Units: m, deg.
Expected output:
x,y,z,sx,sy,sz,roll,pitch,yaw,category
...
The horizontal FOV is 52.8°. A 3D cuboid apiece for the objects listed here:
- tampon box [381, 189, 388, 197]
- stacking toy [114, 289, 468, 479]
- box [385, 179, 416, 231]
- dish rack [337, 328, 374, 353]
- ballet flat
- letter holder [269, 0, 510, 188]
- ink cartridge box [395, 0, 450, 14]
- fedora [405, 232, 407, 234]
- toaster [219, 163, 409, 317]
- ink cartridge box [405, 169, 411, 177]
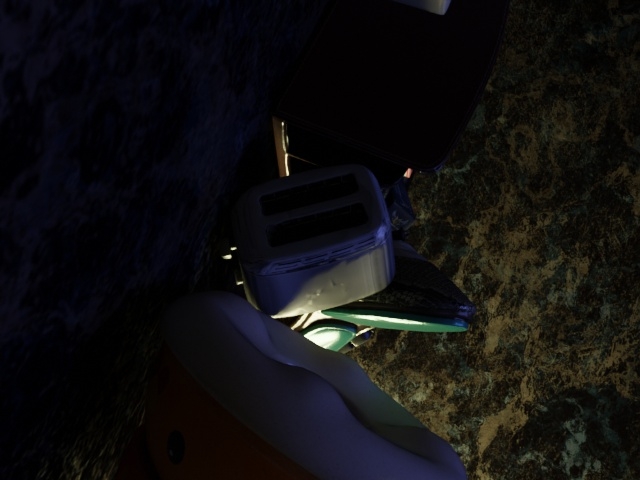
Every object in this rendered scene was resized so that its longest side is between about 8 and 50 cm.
x,y,z,sx,sy,sz,roll,pitch,yaw,category
0.051,-0.095,1.068,0.101,0.120,0.161,101,14,-52,tampon box
-0.112,0.324,0.637,0.480,0.350,0.350,-57,170,-1,stacking toy
0.088,-0.033,1.225,0.183,0.059,0.233,-45,-165,18,box
0.036,0.187,1.473,0.208,0.074,0.271,-31,-168,20,dish rack
0.046,0.076,0.987,0.483,0.164,0.182,-29,-128,57,ballet flat
0.099,-0.201,0.828,0.152,0.214,0.302,88,25,-66,letter holder
0.104,-0.438,0.500,0.285,0.166,0.395,73,39,-75,ink cartridge box
0.115,-0.006,1.507,0.334,0.152,0.334,21,90,-81,fedora
0.000,0.000,0.758,0.146,0.227,0.129,78,-1,-63,toaster
0.246,-0.306,1.760,0.158,0.092,0.218,72,42,-75,ink cartridge box
